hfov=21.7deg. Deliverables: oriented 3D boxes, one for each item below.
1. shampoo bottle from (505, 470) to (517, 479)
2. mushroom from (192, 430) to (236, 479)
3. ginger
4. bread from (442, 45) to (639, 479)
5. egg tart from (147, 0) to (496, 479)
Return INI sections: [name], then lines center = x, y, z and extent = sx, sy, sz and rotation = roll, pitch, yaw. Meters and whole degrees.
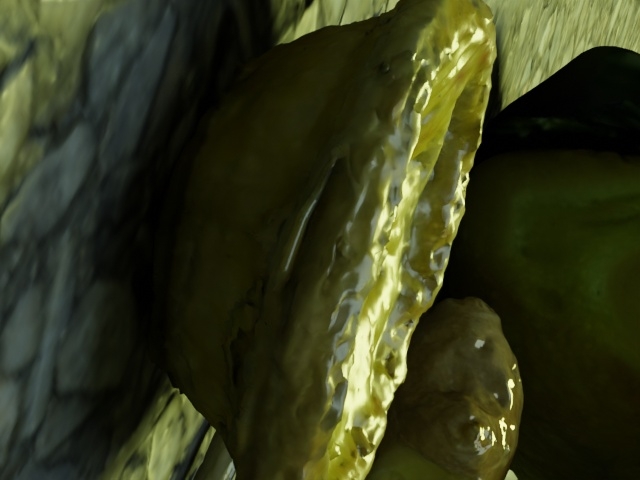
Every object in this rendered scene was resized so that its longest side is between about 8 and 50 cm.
[shampoo bottle]
center = 0.170, 0.095, 1.363
extent = 0.086, 0.056, 0.227
rotation = 67, 43, -67
[mushroom]
center = -0.051, 0.107, 0.593
extent = 0.026, 0.028, 0.286
rotation = 49, 47, -24
[ginger]
center = 0.058, 0.106, 0.907
extent = 0.294, 0.086, 0.131
rotation = 75, 24, -80
[bread]
center = 0.191, 0.055, 1.025
extent = 0.208, 0.251, 0.376
rotation = -49, 163, -16
[egg tart]
center = 0.000, 0.000, 0.528
extent = 0.191, 0.074, 0.191
rotation = 18, 90, -77
